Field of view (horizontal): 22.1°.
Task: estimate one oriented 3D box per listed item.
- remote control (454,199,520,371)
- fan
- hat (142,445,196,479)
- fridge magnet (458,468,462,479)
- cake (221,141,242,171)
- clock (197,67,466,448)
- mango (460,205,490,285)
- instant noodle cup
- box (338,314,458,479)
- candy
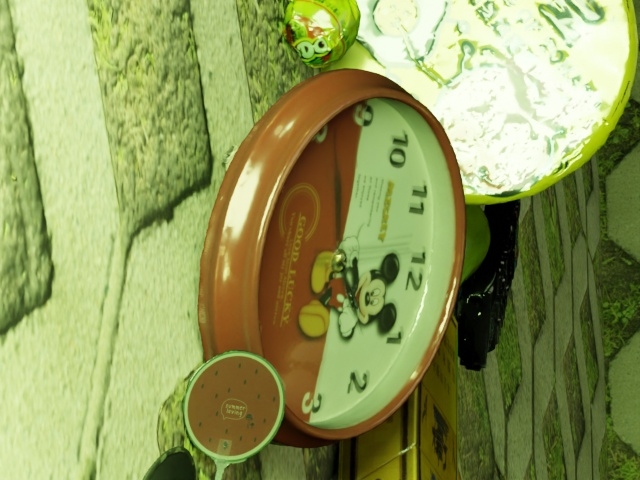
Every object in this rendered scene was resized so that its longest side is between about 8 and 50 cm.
[{"bbox_3d":[0.229,0.049,2.238,0.399,0.062,0.144,-60,153,-67],"label":"remote control"},{"bbox_3d":[-0.070,0.147,1.223,0.085,0.005,0.133,14,89,-28],"label":"fan"},{"bbox_3d":[-0.110,0.191,1.060,0.121,0.050,0.121,-8,90,-79],"label":"hat"},{"bbox_3d":[0.127,0.285,1.821,0.143,0.063,0.143,-7,90,-76],"label":"fridge magnet"},{"bbox_3d":[-0.045,-0.022,1.370,0.065,0.052,0.121,-61,143,-72],"label":"cake"},{"bbox_3d":[0.009,0.016,1.347,0.318,0.080,0.318,-17,112,-50],"label":"clock"},{"bbox_3d":[0.174,0.009,2.064,0.165,0.074,0.091,-72,153,-54],"label":"mango"},{"bbox_3d":[0.171,-0.195,1.763,0.254,0.325,0.325,3,81,-83],"label":"instant noodle cup"},{"bbox_3d":[0.083,0.185,1.666,0.193,0.084,0.301,57,31,-58],"label":"box"},{"bbox_3d":[0.045,-0.273,1.599,0.262,0.073,0.077,-57,161,-26],"label":"candy"}]
